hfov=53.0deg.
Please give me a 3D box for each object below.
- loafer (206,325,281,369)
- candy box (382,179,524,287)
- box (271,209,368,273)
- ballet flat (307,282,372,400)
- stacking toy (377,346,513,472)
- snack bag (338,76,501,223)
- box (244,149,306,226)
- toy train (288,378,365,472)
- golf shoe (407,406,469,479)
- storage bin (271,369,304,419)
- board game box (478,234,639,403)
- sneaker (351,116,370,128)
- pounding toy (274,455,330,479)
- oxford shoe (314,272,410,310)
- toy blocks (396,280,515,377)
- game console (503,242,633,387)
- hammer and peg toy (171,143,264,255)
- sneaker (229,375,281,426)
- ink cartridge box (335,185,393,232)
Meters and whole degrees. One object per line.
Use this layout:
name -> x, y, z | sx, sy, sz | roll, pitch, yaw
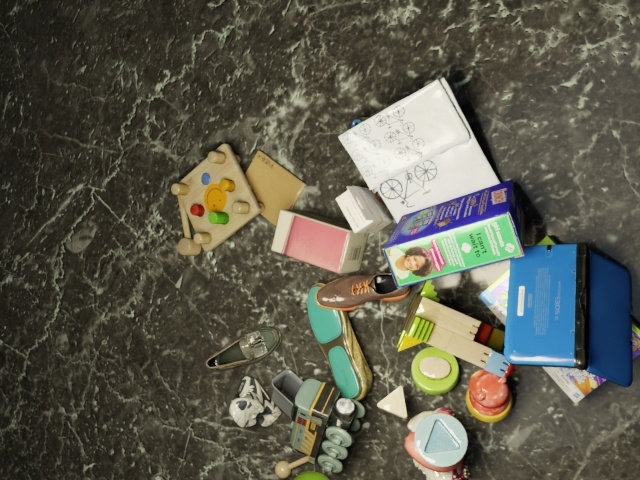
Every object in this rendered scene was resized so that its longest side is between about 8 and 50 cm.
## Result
loafer -> -0.244, 0.350, 2.022 | 0.267, 0.084, 0.096 | -29, 78, 24
candy box -> 0.344, -0.019, 1.616 | 0.317, 0.268, 0.122 | -19, 104, 25
box -> 0.000, 0.000, 1.862 | 0.232, 0.148, 0.127 | 18, 99, 26
ballet flat -> 0.059, 0.290, 1.857 | 0.123, 0.123, 0.349 | -27, 76, 24
stacking toy -> 0.313, 0.410, 1.652 | 0.279, 0.130, 0.309 | 38, 75, 27
snack bag -> 0.264, -0.210, 1.713 | 0.322, 0.037, 0.343 | -25, 107, 26
box -> -0.160, -0.161, 2.011 | 0.201, 0.021, 0.165 | 38, 106, 21
toy train -> 0.007, 0.523, 1.803 | 0.190, 0.142, 0.334 | 23, 139, 11
golf shoe -> 0.320, 0.611, 1.740 | 0.140, 0.115, 0.307 | -16, 75, 34
storage bin -> -0.085, 0.474, 1.949 | 0.135, 0.098, 0.091 | 39, 134, 20
board game box -> 0.604, 0.191, 1.603 | 0.233, 0.078, 0.347 | -46, 72, 19
sneaker -> 0.140, -0.237, 1.803 | 0.091, 0.126, 0.240 | -28, 78, 24
pounding toy -> -0.049, 0.770, 1.915 | 0.182, 0.110, 0.237 | -24, 80, 24
oxford shoe -> 0.115, 0.129, 1.779 | 0.271, 0.098, 0.097 | -11, 72, 0
toy blocks -> 0.347, 0.233, 1.605 | 0.260, 0.381, 0.191 | 24, 89, 6
game console -> 0.576, 0.172, 1.485 | 0.250, 0.173, 0.293 | -3, 61, 30
hammer and peg toy -> -0.368, -0.111, 2.041 | 0.361, 0.127, 0.266 | -34, 75, 28
sneaker -> -0.228, 0.477, 1.945 | 0.153, 0.235, 0.094 | 43, 100, 32
ink cartridge box -> 0.115, -0.084, 1.776 | 0.067, 0.198, 0.115 | -35, 75, 22
